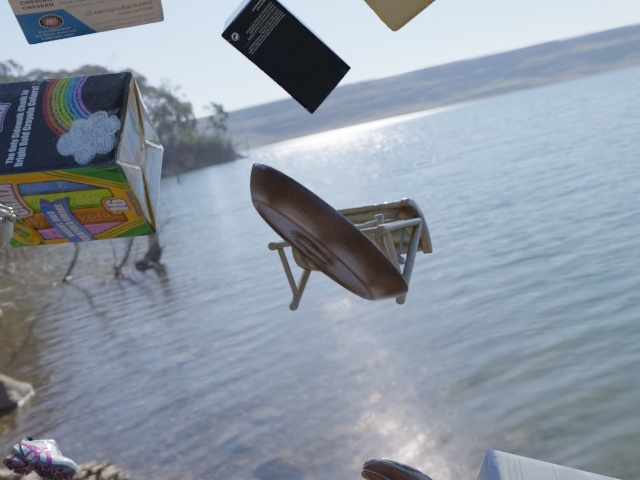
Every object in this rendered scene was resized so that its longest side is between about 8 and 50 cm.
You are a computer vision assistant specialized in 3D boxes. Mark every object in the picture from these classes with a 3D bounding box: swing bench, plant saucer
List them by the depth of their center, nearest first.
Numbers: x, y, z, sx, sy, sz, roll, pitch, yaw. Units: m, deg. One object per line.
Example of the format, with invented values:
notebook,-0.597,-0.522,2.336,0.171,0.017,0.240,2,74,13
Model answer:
plant saucer,0.000,0.000,1.067,0.050,0.310,0.310,-51,18,-10
swing bench,0.071,0.012,1.428,0.253,0.165,0.254,-8,21,26

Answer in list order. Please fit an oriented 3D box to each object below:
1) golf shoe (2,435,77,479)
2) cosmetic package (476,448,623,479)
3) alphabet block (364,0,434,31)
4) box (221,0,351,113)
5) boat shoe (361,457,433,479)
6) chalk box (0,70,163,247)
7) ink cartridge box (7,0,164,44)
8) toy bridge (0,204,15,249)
golf shoe,-0.584,0.457,1.456,0.186,0.067,0.086,3,42,25
cosmetic package,0.346,0.407,1.008,0.238,0.127,0.107,12,22,8
alphabet block,0.103,-0.406,0.812,0.197,0.192,0.193,-35,27,29
box,-0.062,-0.329,1.149,0.103,0.184,0.261,-45,20,11
boat shoe,0.231,0.614,1.583,0.324,0.123,0.116,23,59,22
chalk box,-0.397,-0.111,0.999,0.289,0.180,0.179,-4,-32,3
ink cartridge box,-0.285,-0.370,0.759,0.171,0.168,0.232,-13,-23,-10
toy bridge,-0.350,-0.047,0.581,0.188,0.063,0.026,17,35,-3
